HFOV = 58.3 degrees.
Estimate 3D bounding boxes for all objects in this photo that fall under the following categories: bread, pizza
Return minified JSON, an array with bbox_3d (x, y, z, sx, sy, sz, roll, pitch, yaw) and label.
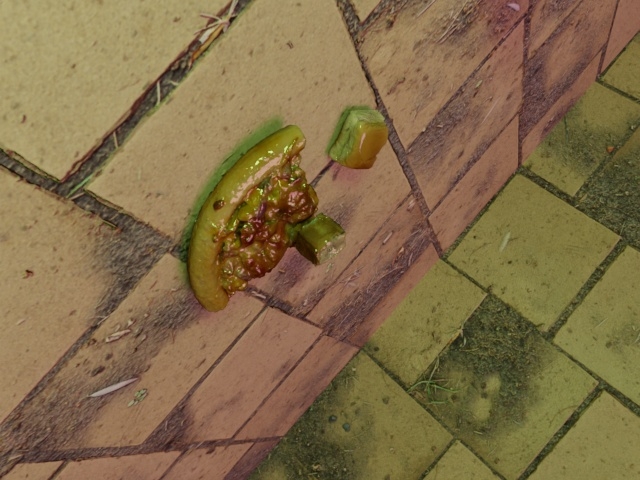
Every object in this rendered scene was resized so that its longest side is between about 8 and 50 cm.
[{"bbox_3d":[0.001,0.002,1.101,0.083,0.070,0.077,-36,154,-22],"label":"bread"},{"bbox_3d":[-0.119,-0.031,1.082,0.277,0.114,0.409,6,124,-55],"label":"pizza"},{"bbox_3d":[0.084,-0.204,1.189,0.106,0.082,0.125,-24,149,-54],"label":"bread"}]
